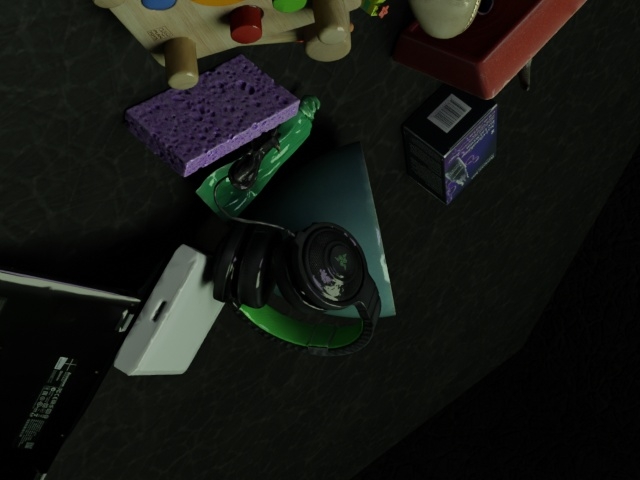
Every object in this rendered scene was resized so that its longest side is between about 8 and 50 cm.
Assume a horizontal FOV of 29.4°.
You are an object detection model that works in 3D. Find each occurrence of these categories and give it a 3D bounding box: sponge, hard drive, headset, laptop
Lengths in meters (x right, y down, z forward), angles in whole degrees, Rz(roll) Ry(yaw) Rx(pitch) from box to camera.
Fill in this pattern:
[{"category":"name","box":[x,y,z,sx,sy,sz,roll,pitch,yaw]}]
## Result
[{"category":"sponge","box":[-0.141,-0.167,1.607,0.210,0.117,0.031,-33,154,-37]},{"category":"hard drive","box":[-0.216,0.114,1.898,0.203,0.040,0.307,-60,170,-1]},{"category":"headset","box":[-0.046,0.016,1.816,0.394,0.243,0.185,63,39,-44]},{"category":"laptop","box":[-0.412,0.151,1.744,0.408,0.236,0.382,14,117,-35]}]

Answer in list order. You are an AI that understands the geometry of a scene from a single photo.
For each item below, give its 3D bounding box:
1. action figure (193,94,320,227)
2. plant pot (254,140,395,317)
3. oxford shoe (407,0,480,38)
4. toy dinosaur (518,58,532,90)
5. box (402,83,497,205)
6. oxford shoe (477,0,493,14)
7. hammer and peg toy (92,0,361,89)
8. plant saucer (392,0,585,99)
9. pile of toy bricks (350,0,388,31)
[{"category":"action figure","box":[-0.086,-0.133,1.839,0.232,0.063,0.137,-44,156,-4]},{"category":"plant pot","box":[0.000,0.000,2.001,0.195,0.290,0.290,-12,155,2]},{"category":"oxford shoe","box":[0.147,-0.419,1.615,0.146,0.140,0.397,-73,160,-44]},{"category":"toy dinosaur","box":[0.303,-0.370,2.022,0.121,0.313,0.160,35,117,-26]},{"category":"box","box":[0.249,-0.189,2.327,0.153,0.108,0.207,-45,157,-12]},{"category":"oxford shoe","box":[0.212,-0.466,1.770,0.130,0.132,0.364,-44,158,-11]},{"category":"hammer and peg toy","box":[-0.097,-0.264,1.355,0.266,0.127,0.361,-14,155,13]},{"category":"plant saucer","box":[0.263,-0.359,1.939,0.258,0.259,0.048,-46,129,-9]},{"category":"pile of toy bricks","box":[0.054,-0.352,1.692,0.118,0.105,0.212,-18,143,-53]}]
